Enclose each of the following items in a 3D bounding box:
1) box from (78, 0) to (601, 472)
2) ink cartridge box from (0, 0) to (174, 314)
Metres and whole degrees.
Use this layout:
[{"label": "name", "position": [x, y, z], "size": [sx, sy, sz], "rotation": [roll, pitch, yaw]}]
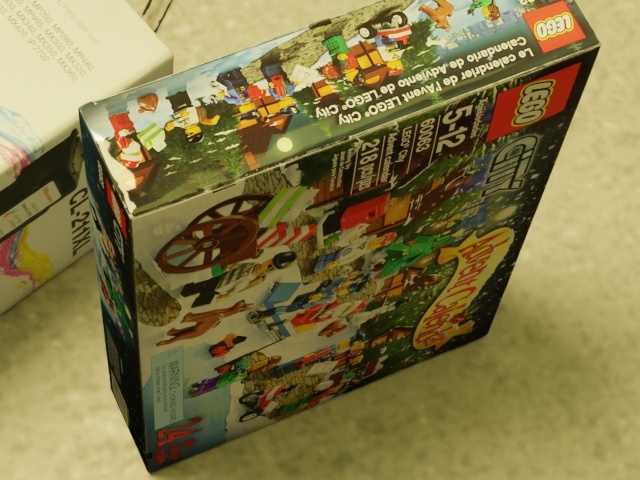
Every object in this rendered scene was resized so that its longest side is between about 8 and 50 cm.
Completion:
[{"label": "box", "position": [0.000, 0.000, 0.630], "size": [0.159, 0.233, 0.044], "rotation": [-21, 67, -13]}, {"label": "ink cartridge box", "position": [-0.145, -0.022, 0.686], "size": [0.175, 0.127, 0.072], "rotation": [-37, 74, -19]}]
